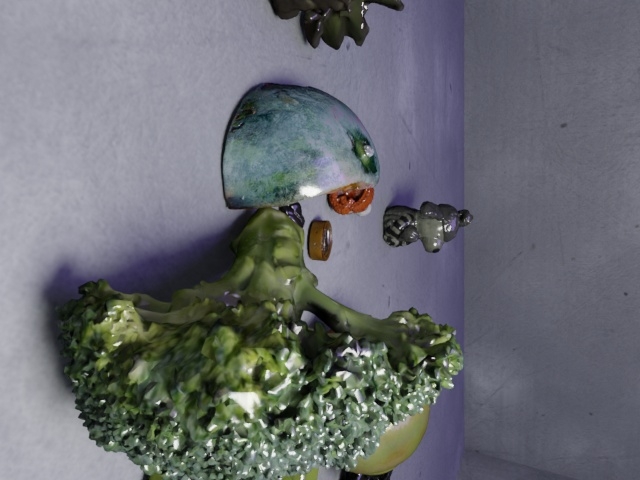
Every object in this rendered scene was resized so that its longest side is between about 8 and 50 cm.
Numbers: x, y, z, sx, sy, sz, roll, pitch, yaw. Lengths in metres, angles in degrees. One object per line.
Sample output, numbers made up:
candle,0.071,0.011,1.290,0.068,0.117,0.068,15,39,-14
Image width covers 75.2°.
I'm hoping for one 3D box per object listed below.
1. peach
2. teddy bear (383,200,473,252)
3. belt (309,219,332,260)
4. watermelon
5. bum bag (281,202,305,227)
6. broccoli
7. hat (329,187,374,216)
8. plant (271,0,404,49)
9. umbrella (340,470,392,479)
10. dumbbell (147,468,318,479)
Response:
peach,0.082,0.297,0.810,0.292,0.248,0.291,-21,90,-82
teddy bear,0.289,-0.040,1.195,0.171,0.251,0.144,24,69,-45
belt,0.000,0.000,0.851,0.059,0.036,0.083,9,84,-68
watermelon,-0.003,-0.169,0.681,0.322,0.176,0.187,-42,130,-54
bum bag,-0.052,-0.020,0.752,0.058,0.034,0.124,4,89,-52
broccoli,-0.102,0.086,0.482,0.353,0.397,0.274,10,121,-42
hat,0.079,-0.095,0.958,0.162,0.094,0.112,52,56,-75
plant,0.009,-0.444,0.676,0.276,0.199,0.188,44,60,-50
umbrella,0.111,0.532,0.953,0.122,0.110,0.272,-20,145,-18
dumbbell,-0.107,0.333,0.608,0.108,0.121,0.302,-55,149,2
